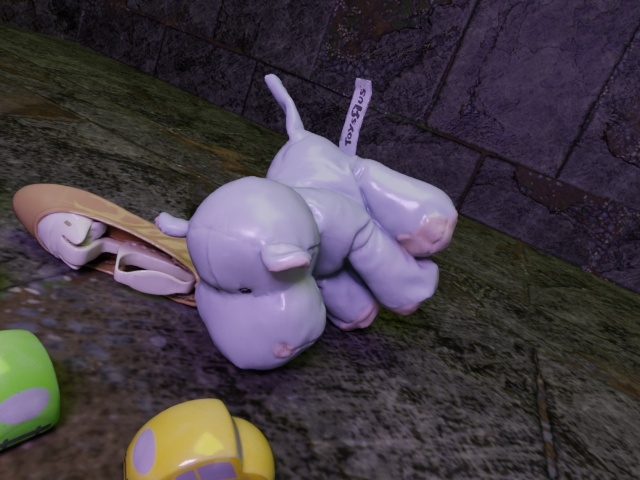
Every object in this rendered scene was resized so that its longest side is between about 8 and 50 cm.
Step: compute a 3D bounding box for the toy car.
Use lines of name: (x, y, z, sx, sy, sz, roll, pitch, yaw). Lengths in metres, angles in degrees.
toy car: (-0.160, 0.110, 0.262, 0.225, 0.053, 0.239, 30, 20, 24)

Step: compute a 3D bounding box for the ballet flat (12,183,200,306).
ballet flat: (-0.212, 0.006, 0.471, 0.233, 0.080, 0.073, 19, 29, -8)

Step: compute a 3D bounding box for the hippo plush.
hippo plush: (0.000, 0.000, 0.445, 0.235, 0.293, 0.236, 10, 23, 20)
